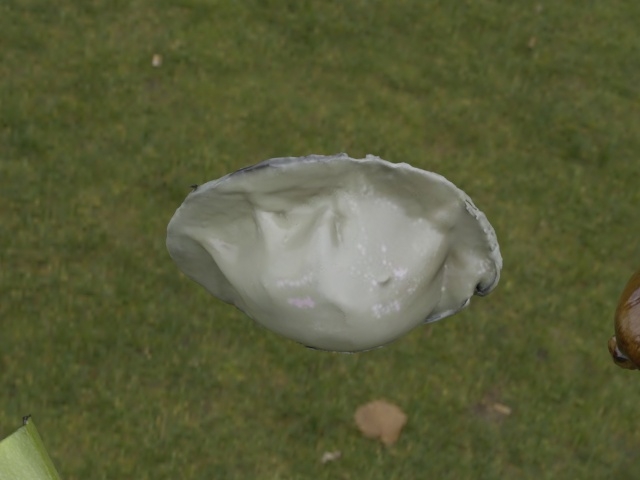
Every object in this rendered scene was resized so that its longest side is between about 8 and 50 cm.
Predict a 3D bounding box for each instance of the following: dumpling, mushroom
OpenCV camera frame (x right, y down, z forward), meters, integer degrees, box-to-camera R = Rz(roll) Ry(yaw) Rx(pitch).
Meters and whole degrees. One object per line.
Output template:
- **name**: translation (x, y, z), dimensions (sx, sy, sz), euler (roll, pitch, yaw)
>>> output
- **dumpling**: translation (0.000, 0.000, 1.046), dimensions (0.247, 0.172, 0.142), euler (-4, 46, 17)
- **mushroom**: translation (0.429, 0.095, 1.651), dimensions (0.194, 0.138, 0.231), euler (14, 19, 12)

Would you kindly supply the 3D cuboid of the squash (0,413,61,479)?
- **squash**: translation (-0.243, 0.290, 1.254), dimensions (0.137, 0.137, 0.287), euler (-16, 49, -30)
